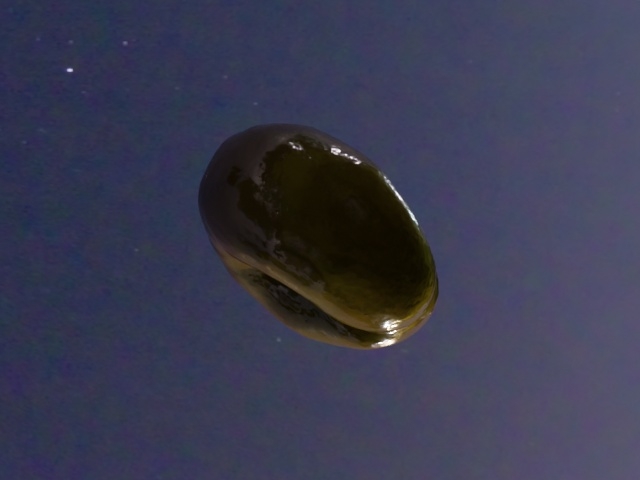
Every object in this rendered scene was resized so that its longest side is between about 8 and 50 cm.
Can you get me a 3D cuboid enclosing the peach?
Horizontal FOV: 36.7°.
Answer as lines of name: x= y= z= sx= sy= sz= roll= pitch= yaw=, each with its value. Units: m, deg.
peach: x=0.000 y=0.000 z=0.906 sx=0.251 sy=0.251 sz=0.153 roll=45 pitch=-110 yaw=-41
